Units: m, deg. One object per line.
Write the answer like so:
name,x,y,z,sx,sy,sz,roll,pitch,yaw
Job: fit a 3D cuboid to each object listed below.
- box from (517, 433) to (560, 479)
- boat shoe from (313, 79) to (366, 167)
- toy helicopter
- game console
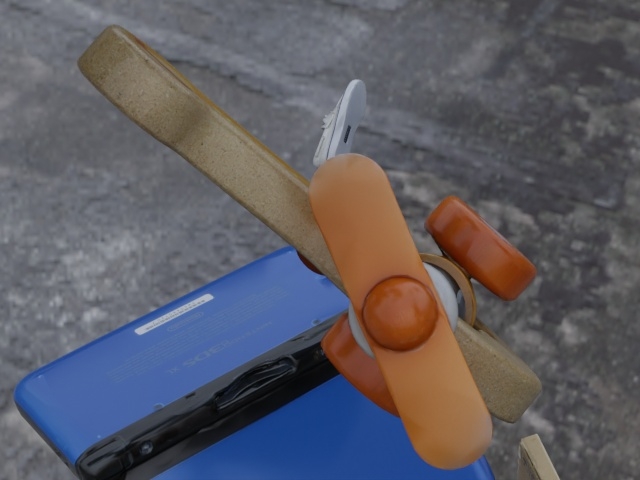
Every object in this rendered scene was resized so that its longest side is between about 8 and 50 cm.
box,0.221,0.297,1.167,0.021,0.164,0.201,-17,50,-7
boat shoe,0.017,-0.114,1.295,0.035,0.035,0.100,6,72,32
toy helicopter,0.000,0.000,0.795,0.355,0.140,0.235,39,8,-19
game console,-0.054,0.160,1.048,0.293,0.173,0.250,-26,28,-24
